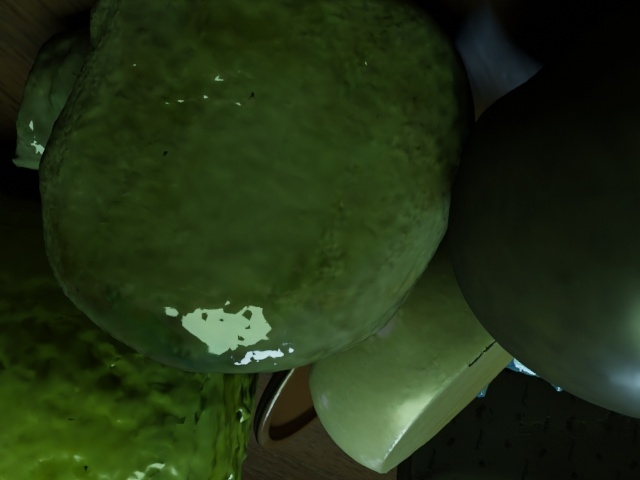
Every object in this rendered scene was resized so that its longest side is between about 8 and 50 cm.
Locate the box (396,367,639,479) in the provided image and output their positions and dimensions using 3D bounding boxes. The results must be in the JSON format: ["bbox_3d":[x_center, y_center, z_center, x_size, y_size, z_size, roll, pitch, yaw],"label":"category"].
[{"bbox_3d":[0.260,0.284,1.148,0.297,0.190,0.225,5,153,1],"label":"box"}]

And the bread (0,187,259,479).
[{"bbox_3d":[-0.209,0.124,0.743,0.308,0.348,0.348,3,154,2],"label":"bread"}]

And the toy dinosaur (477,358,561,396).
[{"bbox_3d":[0.196,0.116,0.948,0.329,0.076,0.144,-5,147,44],"label":"toy dinosaur"}]

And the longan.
[{"bbox_3d":[0.203,-0.019,0.477,0.258,0.258,0.258,5,154,2],"label":"longan"}]

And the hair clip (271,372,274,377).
[{"bbox_3d":[0.028,0.199,1.194,0.188,0.033,0.060,17,151,-9],"label":"hair clip"}]

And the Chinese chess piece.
[{"bbox_3d":[0.102,0.083,0.727,0.097,0.251,0.251,46,162,19],"label":"Chinese chess piece"}]

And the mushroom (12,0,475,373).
[{"bbox_3d":[-0.053,-0.053,0.508,0.292,0.212,0.217,27,143,-1],"label":"mushroom"}]

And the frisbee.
[{"bbox_3d":[0.027,0.093,0.791,0.021,0.251,0.251,40,162,20],"label":"frisbee"}]
